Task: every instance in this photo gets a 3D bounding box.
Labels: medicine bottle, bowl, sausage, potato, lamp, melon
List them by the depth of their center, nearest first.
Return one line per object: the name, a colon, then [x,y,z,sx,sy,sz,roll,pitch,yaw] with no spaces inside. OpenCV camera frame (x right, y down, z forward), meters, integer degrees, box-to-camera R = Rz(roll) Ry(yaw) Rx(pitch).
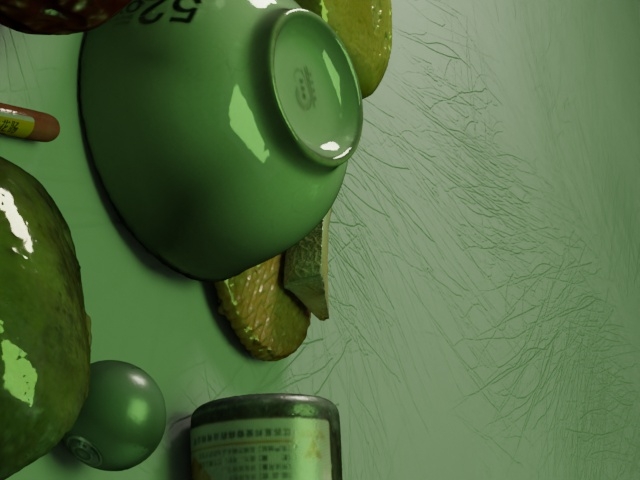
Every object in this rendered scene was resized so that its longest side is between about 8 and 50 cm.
potato: [-0.241,0.075,1.240,0.269,0.112,0.255,61,5,-46]
sausage: [-0.303,-0.114,1.413,0.223,0.029,0.029,7,74,-64]
lamp: [-0.196,0.164,1.453,0.105,0.105,0.105,37,48,-56]
medicine bottle: [-0.054,0.306,1.631,0.165,0.165,0.273,29,55,-60]
bowl: [-0.076,-0.143,1.678,0.354,0.185,0.354,27,57,-50]
melon: [-0.003,-0.002,1.919,0.098,0.054,0.182,55,33,-53]

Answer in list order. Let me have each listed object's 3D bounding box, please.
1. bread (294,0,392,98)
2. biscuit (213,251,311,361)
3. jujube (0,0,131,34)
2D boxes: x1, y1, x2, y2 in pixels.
bread: [-0.007,-0.295,1.995,0.270,0.148,0.270,-6,90,-65]
biscuit: [-0.073,0.023,1.857,0.254,0.035,0.254,-11,90,-67]
jujube: [-0.256,-0.308,1.404,0.232,0.213,0.213,55,34,-46]
